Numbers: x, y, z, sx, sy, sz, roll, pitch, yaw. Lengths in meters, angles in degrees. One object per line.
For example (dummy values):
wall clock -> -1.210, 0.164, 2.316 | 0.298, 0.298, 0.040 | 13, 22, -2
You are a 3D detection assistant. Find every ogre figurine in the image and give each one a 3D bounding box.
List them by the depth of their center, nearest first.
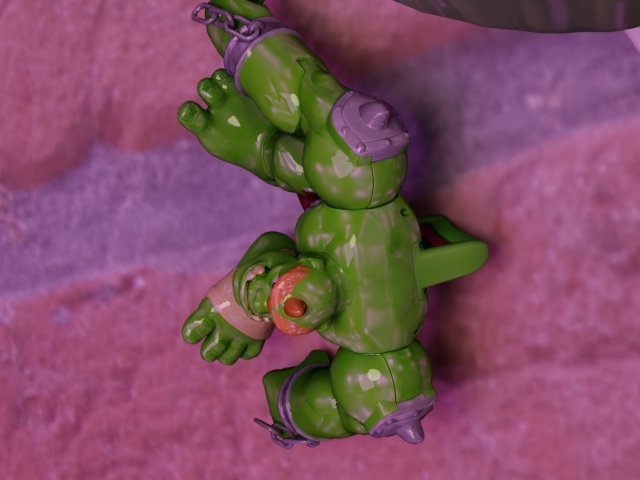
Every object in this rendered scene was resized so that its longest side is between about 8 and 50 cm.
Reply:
ogre figurine -> 0.000, 0.000, 0.797 | 0.118, 0.096, 0.197 | 22, 106, 55

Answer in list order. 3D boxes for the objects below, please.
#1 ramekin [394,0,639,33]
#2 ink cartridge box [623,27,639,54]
ramekin -> 0.066, -0.200, 0.531 | 0.303, 0.148, 0.303 | -1, 84, 9
ink cartridge box -> 0.130, -0.129, 0.645 | 0.109, 0.063, 0.150 | -43, 76, 42
